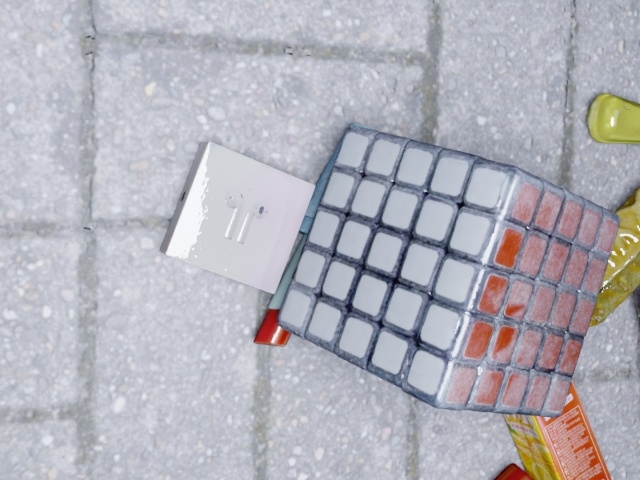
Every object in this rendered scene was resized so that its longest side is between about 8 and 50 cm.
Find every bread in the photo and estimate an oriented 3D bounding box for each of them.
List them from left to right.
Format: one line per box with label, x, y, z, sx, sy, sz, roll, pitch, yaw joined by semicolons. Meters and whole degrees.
bread;0.435;-0.035;1.109;0.367;0.077;0.084;-47;69;4

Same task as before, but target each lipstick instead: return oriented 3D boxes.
lipstick;0.000;0.000;0.992;0.068;0.061;0.274;27;85;-13

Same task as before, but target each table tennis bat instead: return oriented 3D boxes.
table tennis bat;0.514;-0.142;1.170;0.369;0.054;0.224;7;97;-23

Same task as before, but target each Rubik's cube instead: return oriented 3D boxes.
Rubik's cube;0.135;0.037;0.921;0.237;0.237;0.238;19;89;-47

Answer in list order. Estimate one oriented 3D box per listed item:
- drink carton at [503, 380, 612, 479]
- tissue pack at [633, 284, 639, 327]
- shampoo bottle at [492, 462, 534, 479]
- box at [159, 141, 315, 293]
drink carton;0.284;0.227;1.100;0.071;0.096;0.223;-28;104;-15
tissue pack;0.524;0.150;1.167;0.215;0.123;0.256;-14;107;-20
shampoo bottle;0.168;0.422;1.089;0.314;0.076;0.118;-40;108;-12
box;-0.092;-0.025;0.962;0.130;0.051;0.129;21;88;-21
